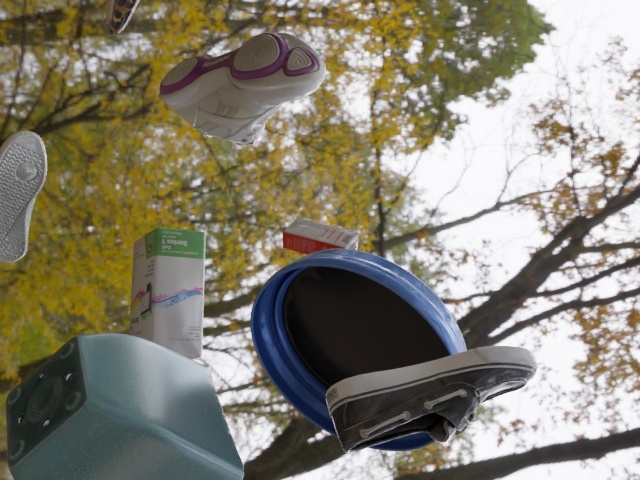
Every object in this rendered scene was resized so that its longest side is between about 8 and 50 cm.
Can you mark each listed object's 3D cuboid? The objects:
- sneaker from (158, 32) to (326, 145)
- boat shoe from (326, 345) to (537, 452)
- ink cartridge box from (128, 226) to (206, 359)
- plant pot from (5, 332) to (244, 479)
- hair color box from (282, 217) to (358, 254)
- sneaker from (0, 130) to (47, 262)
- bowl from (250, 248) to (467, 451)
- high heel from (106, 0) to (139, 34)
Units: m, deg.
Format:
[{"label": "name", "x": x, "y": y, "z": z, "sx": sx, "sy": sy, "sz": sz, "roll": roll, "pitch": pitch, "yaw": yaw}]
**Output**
[{"label": "sneaker", "x": -0.100, "y": -0.220, "z": 1.112, "sx": 0.305, "sy": 0.114, "sz": 0.152, "roll": 1, "pitch": -38, "yaw": 41}, {"label": "boat shoe", "x": 0.162, "y": 0.219, "z": 0.994, "sx": 0.108, "sy": 0.301, "sz": 0.102, "roll": 105, "pitch": -27, "yaw": -53}, {"label": "ink cartridge box", "x": -0.346, "y": 0.127, "z": 1.655, "sx": 0.201, "sy": 0.117, "sz": 0.278, "roll": -19, "pitch": -112, "yaw": 60}, {"label": "plant pot", "x": -0.306, "y": 0.279, "z": 1.074, "sx": 0.247, "sy": 0.252, "sz": 0.248, "roll": -40, "pitch": -141, "yaw": 5}, {"label": "hair color box", "x": 0.000, "y": 0.000, "z": 1.526, "sx": 0.141, "sy": 0.072, "sz": 0.043, "roll": 15, "pitch": -56, "yaw": 22}, {"label": "sneaker", "x": -0.571, "y": -0.105, "z": 1.349, "sx": 0.151, "sy": 0.094, "sz": 0.256, "roll": 48, "pitch": -55, "yaw": 45}, {"label": "bowl", "x": 0.065, "y": 0.187, "z": 1.260, "sx": 0.391, "sy": 0.077, "sz": 0.391, "roll": 16, "pitch": -53, "yaw": 23}, {"label": "high heel", "x": -0.195, "y": -0.396, "z": 1.063, "sx": 0.261, "sy": 0.186, "sz": 0.093, "roll": -65, "pitch": -149, "yaw": 22}]
